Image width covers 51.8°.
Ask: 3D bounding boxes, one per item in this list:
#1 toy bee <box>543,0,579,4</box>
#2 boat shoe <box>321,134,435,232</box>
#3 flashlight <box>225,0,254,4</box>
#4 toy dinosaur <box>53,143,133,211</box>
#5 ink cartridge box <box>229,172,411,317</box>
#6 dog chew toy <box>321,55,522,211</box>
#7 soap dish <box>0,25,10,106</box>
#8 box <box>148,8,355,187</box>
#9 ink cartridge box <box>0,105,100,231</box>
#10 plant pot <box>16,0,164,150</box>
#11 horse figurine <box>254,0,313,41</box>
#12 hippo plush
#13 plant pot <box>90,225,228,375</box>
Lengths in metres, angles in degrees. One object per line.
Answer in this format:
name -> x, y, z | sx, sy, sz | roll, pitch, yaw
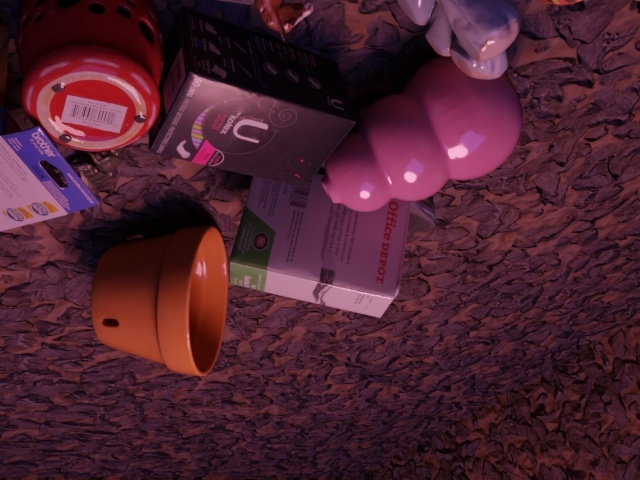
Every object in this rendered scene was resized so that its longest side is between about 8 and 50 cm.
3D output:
toy bee -> 0.426, -0.412, 0.880 | 0.195, 0.162, 0.298 | 13, 138, -31
boat shoe -> 0.118, -0.118, 1.261 | 0.118, 0.103, 0.320 | -14, 148, 42
flashlight -> -0.223, -0.348, 0.802 | 0.304, 0.103, 0.103 | 2, 106, -28
toy dinosaur -> -0.397, -0.120, 1.099 | 0.118, 0.064, 0.268 | 5, 145, -36
ink cartridge box -> 0.000, 0.000, 1.184 | 0.289, 0.211, 0.121 | 14, 154, -2
dog chew toy -> 0.154, -0.160, 1.067 | 0.331, 0.207, 0.207 | -29, 145, -2
soap dish -> -0.559, -0.183, 0.896 | 0.228, 0.118, 0.291 | 6, 142, -26
box -> -0.109, -0.205, 1.001 | 0.270, 0.143, 0.165 | 10, 140, -31
ink cartridge box -> -0.489, -0.081, 0.907 | 0.311, 0.065, 0.186 | -12, 147, 3
plant pot -> -0.301, -0.231, 0.873 | 0.191, 0.174, 0.191 | -10, 144, -8
horse figurine -> -0.062, -0.384, 0.761 | 0.174, 0.066, 0.263 | -38, 136, 11
hippo plush -> 0.220, -0.386, 0.856 | 0.236, 0.234, 0.294 | -38, 100, 4
plant pot -> -0.313, 0.114, 1.292 | 0.203, 0.291, 0.291 | 2, 146, 6
